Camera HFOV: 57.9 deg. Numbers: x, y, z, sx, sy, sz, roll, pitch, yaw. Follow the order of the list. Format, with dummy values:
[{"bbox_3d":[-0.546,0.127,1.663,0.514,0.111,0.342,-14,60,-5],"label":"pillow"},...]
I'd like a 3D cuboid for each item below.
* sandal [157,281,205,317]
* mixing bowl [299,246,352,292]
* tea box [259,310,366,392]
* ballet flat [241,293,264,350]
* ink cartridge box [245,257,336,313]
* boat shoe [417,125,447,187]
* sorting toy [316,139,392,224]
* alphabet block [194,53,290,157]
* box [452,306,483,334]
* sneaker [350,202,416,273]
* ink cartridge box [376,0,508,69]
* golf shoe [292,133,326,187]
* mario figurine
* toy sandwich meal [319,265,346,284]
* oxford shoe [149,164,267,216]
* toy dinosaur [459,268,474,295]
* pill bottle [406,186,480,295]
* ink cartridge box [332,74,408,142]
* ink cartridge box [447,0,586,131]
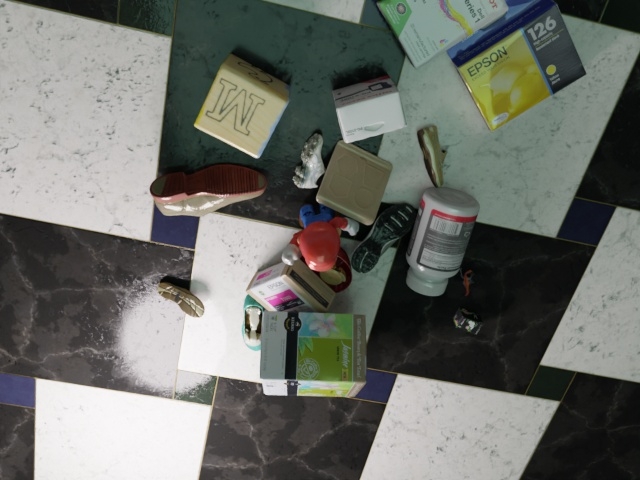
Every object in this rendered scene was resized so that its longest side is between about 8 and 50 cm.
[{"bbox_3d":[-0.466,0.193,1.959,0.180,0.049,0.072,32,107,0],"label":"sandal"},{"bbox_3d":[0.023,0.074,1.864,0.181,0.098,0.181,9,129,11],"label":"mixing bowl"},{"bbox_3d":[-0.026,0.375,1.874,0.324,0.220,0.329,1,158,-2],"label":"tea box"},{"bbox_3d":[-0.233,0.298,1.988,0.083,0.087,0.247,1,116,-2],"label":"ballet flat"},{"bbox_3d":[-0.099,0.166,1.868,0.193,0.088,0.235,43,141,-19],"label":"ink cartridge box"},{"bbox_3d":[0.352,-0.253,1.744,0.072,0.068,0.190,-21,115,-4],"label":"boat shoe"},{"bbox_3d":[0.103,-0.174,1.748,0.193,0.038,0.208,24,77,-12],"label":"sorting toy"},{"bbox_3d":[-0.212,-0.374,1.603,0.197,0.192,0.193,26,111,-14],"label":"alphabet block"},{"bbox_3d":[0.511,0.279,2.007,0.083,0.062,0.052,21,116,-12],"label":"box"},{"bbox_3d":[0.194,-0.014,1.847,0.100,0.108,0.271,43,93,0],"label":"sneaker"},{"bbox_3d":[0.318,-0.619,1.525,0.278,0.117,0.201,-31,108,13],"label":"ink cartridge box"},{"bbox_3d":[-0.018,-0.238,1.753,0.086,0.069,0.176,9,121,-28],"label":"golf shoe"},{"bbox_3d":[0.000,0.000,1.716,0.170,0.320,0.198,35,111,-16],"label":"mario figurine"},{"bbox_3d":[0.038,0.106,1.803,0.086,0.029,0.085,16,141,13],"label":"toy sandwich meal"},{"bbox_3d":[-0.334,-0.145,1.774,0.348,0.123,0.130,-3,142,-1],"label":"oxford shoe"},{"bbox_3d":[0.495,0.132,1.930,0.047,0.090,0.082,-11,161,15],"label":"toy dinosaur"},{"bbox_3d":[0.368,0.007,1.808,0.176,0.176,0.318,9,116,-6],"label":"pill bottle"},{"bbox_3d":[0.130,-0.365,1.585,0.172,0.237,0.100,-15,116,6],"label":"ink cartridge box"},{"bbox_3d":[0.541,-0.514,1.617,0.304,0.072,0.307,-32,114,13],"label":"ink cartridge box"}]
